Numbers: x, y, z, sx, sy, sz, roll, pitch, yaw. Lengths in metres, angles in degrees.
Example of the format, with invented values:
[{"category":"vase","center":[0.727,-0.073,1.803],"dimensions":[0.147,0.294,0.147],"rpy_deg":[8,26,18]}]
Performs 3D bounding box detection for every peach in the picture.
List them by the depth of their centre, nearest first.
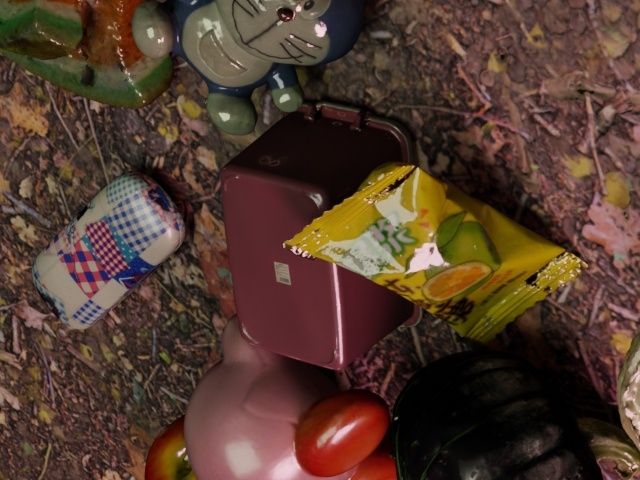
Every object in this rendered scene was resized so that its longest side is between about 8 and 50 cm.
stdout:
[{"category":"peach","center":[-0.136,0.328,2.396],"dimensions":[0.190,0.226,0.196],"rpy_deg":[-28,60,15]}]

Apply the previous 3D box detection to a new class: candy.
[{"category":"candy","center":[0.128,0.016,1.918],"dimensions":[0.297,0.081,0.187],"rpy_deg":[27,127,-31]}]

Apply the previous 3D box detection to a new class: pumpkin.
[{"category":"pumpkin","center":[0.224,0.251,1.985],"dimensions":[0.296,0.296,0.296],"rpy_deg":[20,128,29]}]

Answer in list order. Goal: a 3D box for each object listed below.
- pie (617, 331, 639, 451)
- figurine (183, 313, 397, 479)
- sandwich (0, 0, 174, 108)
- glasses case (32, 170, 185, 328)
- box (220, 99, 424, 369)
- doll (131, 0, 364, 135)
[{"category":"pie","center":[0.438,0.144,1.793],"dimensions":[0.274,0.055,0.274],"rpy_deg":[3,111,8]},{"category":"figurine","center":[-0.052,0.248,2.166],"dimensions":[0.261,0.211,0.270],"rpy_deg":[36,166,24]},{"category":"sandwich","center":[-0.301,-0.293,2.107],"dimensions":[0.250,0.162,0.301],"rpy_deg":[27,134,18]},{"category":"glasses case","center":[-0.290,0.017,2.356],"dimensions":[0.125,0.076,0.327],"rpy_deg":[50,137,-1]},{"category":"box","center":[0.000,0.000,2.044],"dimensions":[0.193,0.167,0.294],"rpy_deg":[13,124,31]},{"category":"doll","center":[-0.066,-0.251,1.947],"dimensions":[0.228,0.154,0.258],"rpy_deg":[46,141,-19]}]
